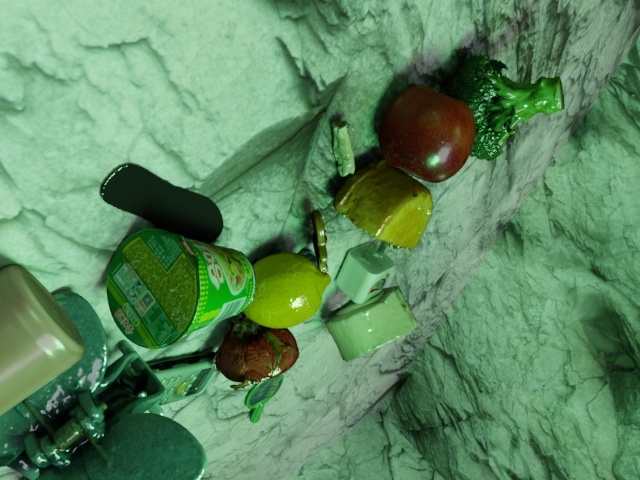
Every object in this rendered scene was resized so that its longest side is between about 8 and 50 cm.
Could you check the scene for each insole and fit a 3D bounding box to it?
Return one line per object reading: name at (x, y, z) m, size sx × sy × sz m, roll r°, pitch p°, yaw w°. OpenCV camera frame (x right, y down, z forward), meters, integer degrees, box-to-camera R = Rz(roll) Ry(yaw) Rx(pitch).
insole at (-0.267, -0.053, 0.927) m, size 0.109 × 0.007 × 0.322 m, roll -50°, pitch 153°, yaw 2°

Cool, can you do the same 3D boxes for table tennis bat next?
table tennis bat at (-0.209, 0.563, 1.831) m, size 0.160 × 0.039 × 0.257 m, roll -16°, pitch 138°, yaw -43°

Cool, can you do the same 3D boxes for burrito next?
burrito at (0.051, -0.201, 1.155) m, size 0.186 × 0.045 × 0.041 m, roll 73°, pitch 28°, yaw -58°

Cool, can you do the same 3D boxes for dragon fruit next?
dragon fruit at (-0.169, 0.248, 1.314) m, size 0.223 × 0.218 × 0.148 m, roll -17°, pitch 111°, yaw -29°

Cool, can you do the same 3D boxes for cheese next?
cheese at (0.173, 0.272, 1.731) m, size 0.292 × 0.153 × 0.332 m, roll -27°, pitch 178°, yaw -5°

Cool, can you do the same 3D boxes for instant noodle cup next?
instant noodle cup at (-0.236, 0.083, 0.965) m, size 0.207 × 0.207 × 0.232 m, roll -54°, pitch 159°, yaw 13°

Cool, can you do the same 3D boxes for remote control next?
remote control at (-0.373, 0.348, 1.264) m, size 0.140 × 0.056 × 0.296 m, roll -57°, pitch 153°, yaw 15°

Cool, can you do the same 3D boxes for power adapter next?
power adapter at (0.150, 0.076, 1.595) m, size 0.130 × 0.125 × 0.205 m, roll -20°, pitch 144°, yaw -41°

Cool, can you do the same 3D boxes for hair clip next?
hair clip at (-0.433, 0.338, 0.925) m, size 0.318 × 0.392 × 0.238 m, roll -40°, pitch 180°, yaw -16°

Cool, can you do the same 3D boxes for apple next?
apple at (0.244, -0.244, 1.191) m, size 0.218 × 0.218 × 0.202 m, roll -2°, pitch 120°, yaw -55°

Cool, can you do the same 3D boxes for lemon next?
lemon at (-0.093, 0.120, 1.235) m, size 0.243 × 0.187 × 0.187 m, roll -11°, pitch 148°, yaw -1°

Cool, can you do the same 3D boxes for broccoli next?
broccoli at (0.449, -0.343, 1.299) m, size 0.297 × 0.297 × 0.298 m, roll 24°, pitch 62°, yaw -57°

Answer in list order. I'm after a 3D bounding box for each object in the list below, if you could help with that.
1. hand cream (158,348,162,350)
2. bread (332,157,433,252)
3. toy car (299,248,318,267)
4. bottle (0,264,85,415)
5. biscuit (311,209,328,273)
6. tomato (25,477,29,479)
hand cream at (-0.287, 0.176, 1.169) m, size 0.204 × 0.050 × 0.078 m, roll -32°, pitch 150°, yaw -20°
bread at (0.182, -0.100, 1.323) m, size 0.179 × 0.194 × 0.340 m, roll -53°, pitch 152°, yaw 12°
toy car at (-0.057, 0.125, 1.381) m, size 0.191 × 0.100 × 0.097 m, roll -51°, pitch 150°, yaw -2°
bottle at (-0.503, 0.193, 0.726) m, size 0.296 × 0.173 × 0.206 m, roll -38°, pitch 158°, yaw -19°
biscuit at (0.001, 0.000, 1.265) m, size 0.031 × 0.138 × 0.205 m, roll -10°, pitch 147°, yaw -4°
tomato at (-0.542, 0.521, 1.128) m, size 0.151 × 0.186 × 0.187 m, roll -51°, pitch 165°, yaw -49°
